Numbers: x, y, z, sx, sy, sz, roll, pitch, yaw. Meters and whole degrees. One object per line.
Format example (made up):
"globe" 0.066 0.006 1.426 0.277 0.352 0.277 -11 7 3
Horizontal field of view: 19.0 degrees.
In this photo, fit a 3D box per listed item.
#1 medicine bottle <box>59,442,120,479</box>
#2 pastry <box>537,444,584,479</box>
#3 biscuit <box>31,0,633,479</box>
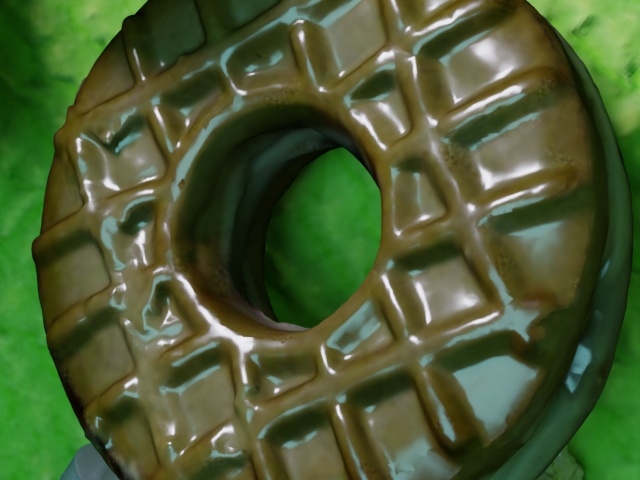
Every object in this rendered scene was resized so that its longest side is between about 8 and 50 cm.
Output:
"medicine bottle" -0.163 0.220 1.118 0.090 0.090 0.217 39 113 17
"pastry" 0.109 0.229 0.981 0.121 0.089 0.258 -13 97 -1
"biscuit" 0.000 0.000 0.959 0.332 0.103 0.332 -5 80 28
